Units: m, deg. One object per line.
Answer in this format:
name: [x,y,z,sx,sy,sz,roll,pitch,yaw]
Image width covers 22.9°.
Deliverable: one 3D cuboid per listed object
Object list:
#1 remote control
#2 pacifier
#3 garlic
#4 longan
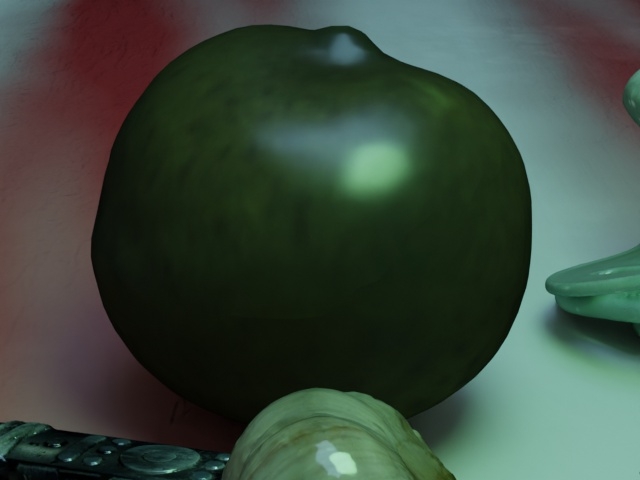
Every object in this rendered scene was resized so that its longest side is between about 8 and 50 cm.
remote control: [-0.163,0.177,1.140,0.265,0.066,0.090,7,7,20]
pacifier: [0.346,-0.040,1.518,0.343,0.269,0.288,-12,1,-44]
garlic: [-0.007,0.208,0.956,0.212,0.218,0.218,-34,20,8]
longan: [-0.005,-0.011,1.276,0.361,0.361,0.361,3,20,-1]
